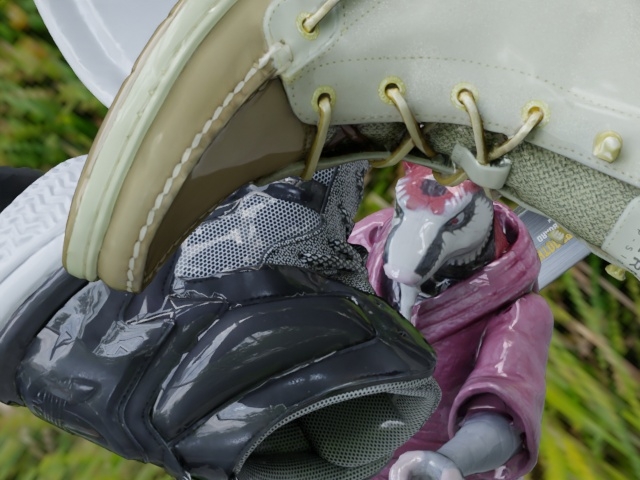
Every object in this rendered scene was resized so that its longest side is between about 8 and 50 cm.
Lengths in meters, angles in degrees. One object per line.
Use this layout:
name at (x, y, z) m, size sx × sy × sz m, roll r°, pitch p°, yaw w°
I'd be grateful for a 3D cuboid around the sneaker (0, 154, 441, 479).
sneaker at (0.000, 0.000, 0.705) m, size 0.268 × 0.153 × 0.101 m, roll -42°, pitch -17°, yaw -30°

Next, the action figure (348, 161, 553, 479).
action figure at (0.065, 0.095, 0.990) m, size 0.248 × 0.276 × 0.370 m, roll 42°, pitch 132°, yaw 39°

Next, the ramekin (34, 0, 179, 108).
ramekin at (-0.057, -0.163, 0.819) m, size 0.109 × 0.207 × 0.207 m, roll -20°, pitch 10°, yaw -26°

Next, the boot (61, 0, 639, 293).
boot at (0.037, -0.033, 0.581) m, size 0.213 × 0.165 × 0.077 m, roll -51°, pitch -6°, yaw -29°

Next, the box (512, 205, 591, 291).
box at (0.192, -0.022, 1.427) m, size 0.183 × 0.056 × 0.231 m, roll -41°, pitch -3°, yaw 29°

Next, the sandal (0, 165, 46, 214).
sandal at (-0.327, 0.020, 0.940) m, size 0.168 × 0.446 × 0.107 m, roll -16°, pitch 79°, yaw 52°
